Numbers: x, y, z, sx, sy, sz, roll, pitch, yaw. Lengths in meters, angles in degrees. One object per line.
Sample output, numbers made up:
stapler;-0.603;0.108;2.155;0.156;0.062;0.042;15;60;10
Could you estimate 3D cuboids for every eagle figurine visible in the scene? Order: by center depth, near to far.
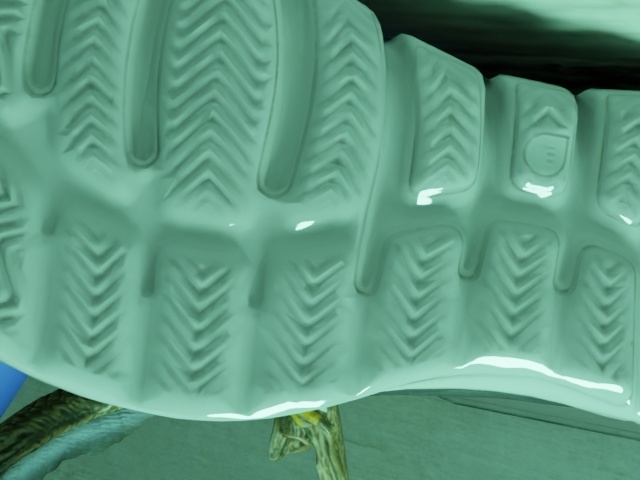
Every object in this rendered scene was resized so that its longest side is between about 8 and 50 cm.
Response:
eagle figurine;-0.126;0.066;0.912;0.298;0.226;0.225;-4;147;-20

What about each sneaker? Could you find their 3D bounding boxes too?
sneaker;0.000;0.000;0.482;0.321;0.125;0.180;14;172;-11

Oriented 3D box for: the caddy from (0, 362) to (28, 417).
caddy;-0.228;-0.017;0.581;0.241;0.179;0.341;34;-174;22
